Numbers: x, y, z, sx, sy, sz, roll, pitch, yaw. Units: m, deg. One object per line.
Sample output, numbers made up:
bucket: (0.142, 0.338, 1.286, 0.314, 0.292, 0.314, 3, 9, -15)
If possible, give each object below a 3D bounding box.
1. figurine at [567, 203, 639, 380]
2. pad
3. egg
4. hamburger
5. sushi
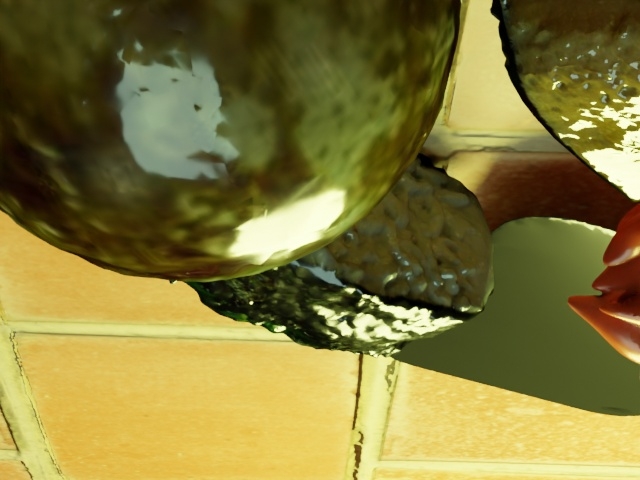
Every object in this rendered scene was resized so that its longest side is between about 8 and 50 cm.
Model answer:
figurine: (0.263, 0.032, 0.934, 0.181, 0.257, 0.208, 30, 125, -1)
pad: (0.173, 0.035, 1.209, 0.315, 0.063, 0.375, 14, 158, -10)
egg: (-0.064, -0.114, 0.665, 0.238, 0.238, 0.289, -7, 145, 15)
hamburger: (0.226, -0.104, 0.749, 0.192, 0.167, 0.288, -17, 148, 35)
sushi: (0.000, 0.000, 1.018, 0.225, 0.124, 0.127, 22, 147, -36)
